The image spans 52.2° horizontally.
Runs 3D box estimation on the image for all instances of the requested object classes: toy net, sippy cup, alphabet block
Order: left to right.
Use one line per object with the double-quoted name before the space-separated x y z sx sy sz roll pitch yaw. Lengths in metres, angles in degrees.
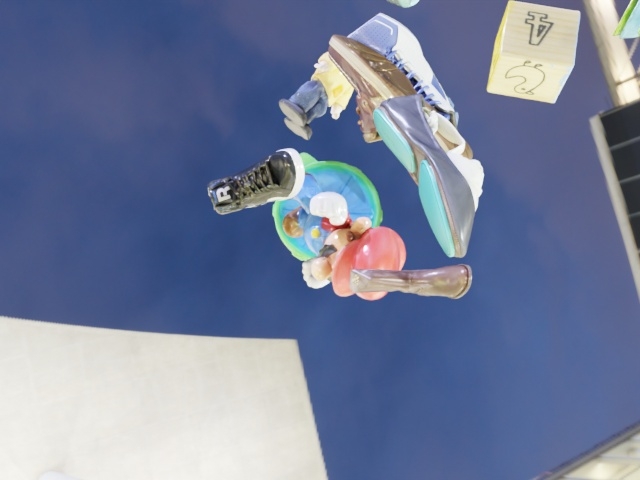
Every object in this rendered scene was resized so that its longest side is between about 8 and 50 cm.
"sippy cup" 0.019 -0.038 1.510 0.240 0.224 0.305 8 -103 5
"alphabet block" 0.593 -0.527 1.832 0.197 0.192 0.193 11 -111 7
"toy net" 0.507 -0.404 0.947 0.045 0.232 0.122 30 -165 16

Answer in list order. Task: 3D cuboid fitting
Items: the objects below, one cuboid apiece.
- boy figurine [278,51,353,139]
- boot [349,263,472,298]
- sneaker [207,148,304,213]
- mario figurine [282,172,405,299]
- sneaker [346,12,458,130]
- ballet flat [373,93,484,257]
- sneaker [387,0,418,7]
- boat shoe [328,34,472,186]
"boy figurine" 0.035 -0.352 1.483 0.285 0.177 0.092 -42 -121 -17
"boot" 0.095 0.044 0.727 0.114 0.106 0.037 7 -107 -20
"sneaker" -0.121 -0.088 1.106 0.121 0.217 0.079 -19 -92 -30
"mario figurine" 0.000 0.000 1.079 0.198 0.320 0.170 33 -84 -38
"sneaker" 0.182 -0.289 1.276 0.315 0.127 0.182 46 -161 -23
"ballet flat" 0.118 -0.075 0.644 0.074 0.074 0.203 6 -135 -33
"sneaker" 0.187 -0.527 1.101 0.110 0.283 0.122 -9 -132 -48
"boat shoe" 0.111 -0.221 1.141 0.342 0.123 0.123 49 -149 18
